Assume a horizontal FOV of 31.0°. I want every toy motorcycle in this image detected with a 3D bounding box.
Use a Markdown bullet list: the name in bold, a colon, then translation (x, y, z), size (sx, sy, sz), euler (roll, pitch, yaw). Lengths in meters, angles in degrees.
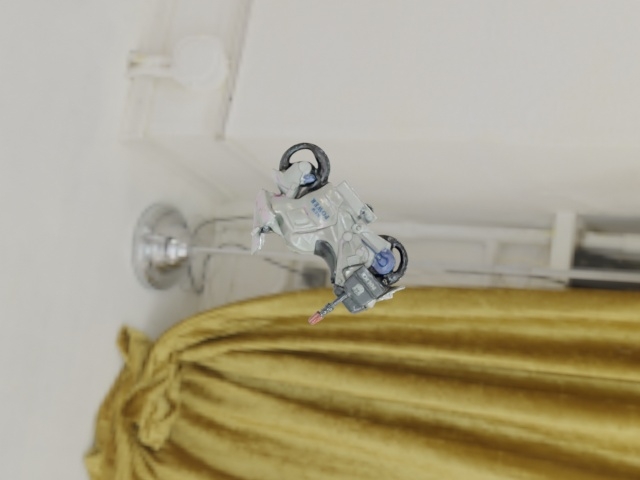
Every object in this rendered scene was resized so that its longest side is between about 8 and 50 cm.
- **toy motorcycle**: translation (0.000, 0.000, 1.408), size (0.221, 0.150, 0.102), euler (49, 2, 1)
